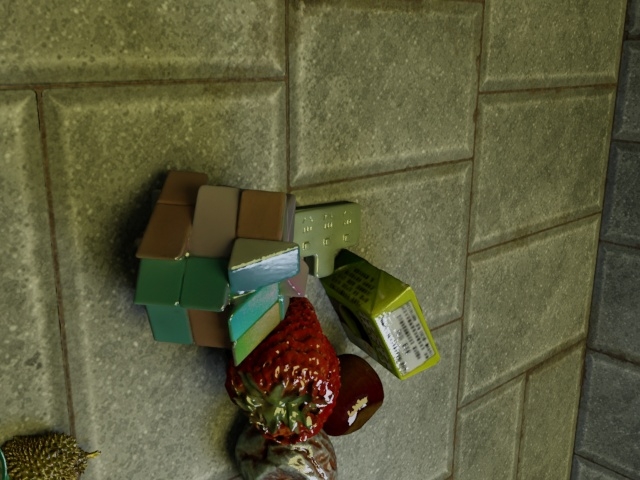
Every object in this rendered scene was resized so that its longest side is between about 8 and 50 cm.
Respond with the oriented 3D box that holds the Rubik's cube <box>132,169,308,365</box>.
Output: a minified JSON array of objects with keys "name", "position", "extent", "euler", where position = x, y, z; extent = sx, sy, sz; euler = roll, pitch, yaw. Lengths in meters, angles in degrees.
[{"name":"Rubik's cube","position":[-0.208,0.055,1.462],"extent":[0.368,0.358,0.388],"euler":[-68,161,-75]}]

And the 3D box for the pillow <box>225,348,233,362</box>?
[{"name":"pillow","position":[-0.147,0.305,1.780],"extent":[0.208,0.055,0.141],"euler":[-25,109,-37]}]

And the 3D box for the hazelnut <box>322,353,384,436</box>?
[{"name":"hazelnut","position":[0.052,0.427,1.908],"extent":[0.229,0.229,0.230],"euler":[-14,111,-41]}]

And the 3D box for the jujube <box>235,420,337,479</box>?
[{"name":"jujube","position":[-0.087,0.567,1.792],"extent":[0.215,0.246,0.308],"euler":[-84,164,-54]}]

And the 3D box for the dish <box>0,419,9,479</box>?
[{"name":"dish","position":[-0.689,0.425,1.275],"extent":[0.224,0.078,0.246],"euler":[27,84,-45]}]

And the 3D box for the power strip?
[{"name":"power strip","position":[0.001,0.000,1.828],"extent":[0.264,0.059,0.194],"euler":[-11,109,-42]}]

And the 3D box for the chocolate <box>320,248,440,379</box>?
[{"name":"chocolate","position":[0.156,0.207,1.884],"extent":[0.137,0.288,0.301],"euler":[-38,126,-16]}]

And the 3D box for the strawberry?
[{"name":"strawberry","position":[-0.082,0.296,1.653],"extent":[0.351,0.267,0.312],"euler":[-86,170,-53]}]

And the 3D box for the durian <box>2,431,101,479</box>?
[{"name":"durian","position":[-0.541,0.466,1.407],"extent":[0.208,0.102,0.147],"euler":[1,85,-47]}]
